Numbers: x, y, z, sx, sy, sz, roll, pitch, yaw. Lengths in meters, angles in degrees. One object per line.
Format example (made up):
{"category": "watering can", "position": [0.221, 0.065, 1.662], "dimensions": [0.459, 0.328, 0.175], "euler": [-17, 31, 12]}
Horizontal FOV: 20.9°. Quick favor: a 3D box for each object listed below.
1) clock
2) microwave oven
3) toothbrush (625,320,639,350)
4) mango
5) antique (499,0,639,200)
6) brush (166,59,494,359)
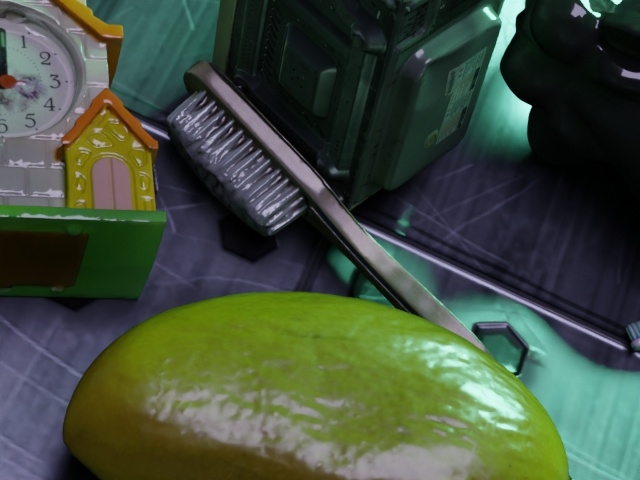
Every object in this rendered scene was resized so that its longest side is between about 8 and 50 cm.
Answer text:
{"category": "clock", "position": [-0.235, -0.095, 1.225], "dimensions": [0.219, 0.106, 0.255], "euler": [2, 59, -17]}
{"category": "microwave oven", "position": [0.030, -0.163, 1.255], "dimensions": [0.145, 0.240, 0.194], "euler": [-32, 66, -27]}
{"category": "toothbrush", "position": [0.356, 0.050, 1.378], "dimensions": [0.269, 0.021, 0.027], "euler": [-12, 70, -25]}
{"category": "mango", "position": [0.009, 0.124, 1.151], "dimensions": [0.331, 0.142, 0.195], "euler": [22, 51, -1]}
{"category": "antique", "position": [0.301, -0.134, 1.375], "dimensions": [0.322, 0.185, 0.255], "euler": [46, 56, 8]}
{"category": "brush", "position": [0.000, 0.000, 1.274], "dimensions": [0.065, 0.070, 0.327], "euler": [-42, 80, -14]}
